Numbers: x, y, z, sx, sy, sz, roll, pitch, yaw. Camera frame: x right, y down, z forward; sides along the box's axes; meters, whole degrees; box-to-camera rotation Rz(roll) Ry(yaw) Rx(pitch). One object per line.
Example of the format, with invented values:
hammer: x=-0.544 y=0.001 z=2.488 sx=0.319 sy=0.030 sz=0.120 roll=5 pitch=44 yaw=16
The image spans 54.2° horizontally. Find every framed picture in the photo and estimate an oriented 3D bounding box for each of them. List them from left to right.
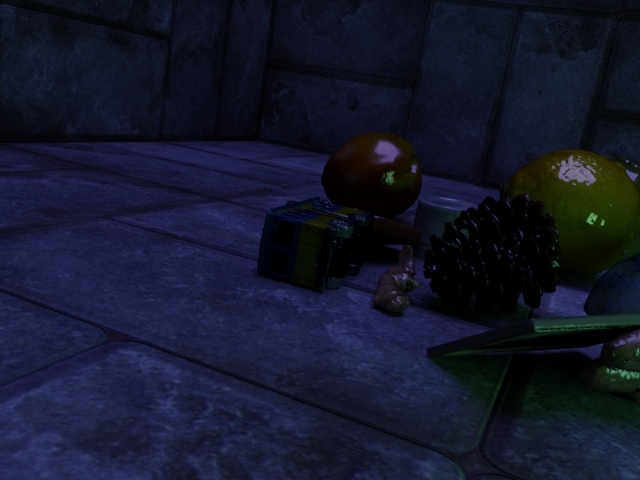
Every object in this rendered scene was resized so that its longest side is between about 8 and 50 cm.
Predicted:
framed picture: x=0.366 y=0.143 z=0.946 sx=0.334 sy=0.022 sz=0.247 roll=1 pitch=-18 yaw=-25

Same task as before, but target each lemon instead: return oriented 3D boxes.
lemon: x=0.665 y=-0.080 z=1.695 sx=0.387 sy=0.350 sz=0.350 roll=19 pitch=14 yaw=3

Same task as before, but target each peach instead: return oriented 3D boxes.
peach: x=0.162 y=-0.207 z=2.041 sx=0.332 sy=0.308 sz=0.308 roll=-2 pitch=7 yaw=25

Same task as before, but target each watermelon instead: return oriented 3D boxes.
watermelon: x=0.690 y=0.116 z=1.317 sx=0.260 sy=0.256 sz=0.176 roll=0 pitch=58 yaw=-62

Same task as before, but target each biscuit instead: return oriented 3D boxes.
biscuit: x=0.085 y=-0.034 z=1.636 sx=0.367 sy=0.063 sz=0.314 roll=11 pitch=-4 yaw=37

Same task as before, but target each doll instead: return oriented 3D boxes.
doll: x=0.523 y=0.199 z=0.881 sx=0.303 sy=0.201 sz=0.156 roll=-1 pitch=52 yaw=-17

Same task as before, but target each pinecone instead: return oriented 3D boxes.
pinecone: x=0.335 y=0.036 z=1.255 sx=0.292 sy=0.246 sz=0.246 roll=-11 pitch=19 yaw=-18

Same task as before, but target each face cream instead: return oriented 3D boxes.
face cream: x=0.333 y=-0.029 z=1.661 sx=0.177 sy=0.153 sz=0.177 roll=8 pitch=12 yaw=-2

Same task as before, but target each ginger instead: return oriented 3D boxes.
ginger: x=0.162 y=0.078 z=1.270 sx=0.089 sy=0.075 sz=0.288 roll=-10 pitch=12 yaw=19

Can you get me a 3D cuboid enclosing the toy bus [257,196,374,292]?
toy bus: x=0.000 y=0.000 z=1.339 sx=0.175 sy=0.138 sz=0.287 roll=15 pitch=14 yaw=18

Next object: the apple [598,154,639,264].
apple: x=0.920 y=-0.094 z=1.990 sx=0.357 sy=0.358 sz=0.357 roll=9 pitch=13 yaw=-2
